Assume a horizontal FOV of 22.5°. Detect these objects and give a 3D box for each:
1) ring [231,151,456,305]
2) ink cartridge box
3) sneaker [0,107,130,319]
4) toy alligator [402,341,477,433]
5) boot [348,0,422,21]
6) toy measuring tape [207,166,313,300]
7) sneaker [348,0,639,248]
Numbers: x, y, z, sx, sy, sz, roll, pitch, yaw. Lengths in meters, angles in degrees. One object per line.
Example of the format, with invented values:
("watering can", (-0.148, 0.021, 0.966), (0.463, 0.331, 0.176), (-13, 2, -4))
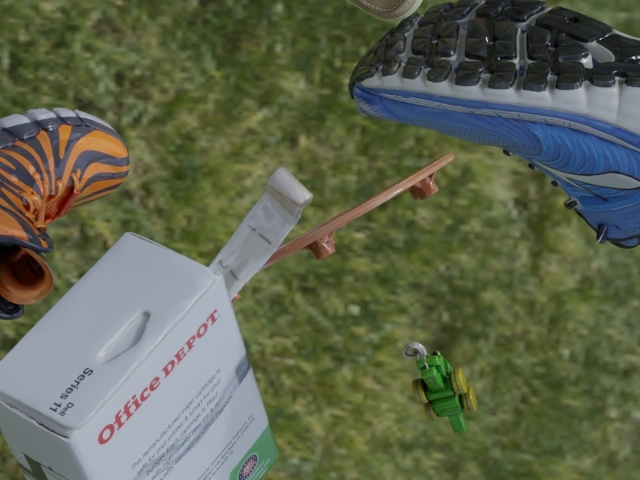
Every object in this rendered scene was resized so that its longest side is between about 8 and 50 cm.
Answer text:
("ring", (0.000, 0.000, 1.706), (0.336, 0.336, 0.032), (-30, 91, -47))
("ink cartridge box", (-0.119, 0.120, 1.062), (0.153, 0.087, 0.208), (-48, 146, -29))
("sneaker", (-0.264, -0.016, 1.412), (0.321, 0.180, 0.124), (-13, 140, -48))
("toy alligator", (0.128, 0.148, 1.771), (0.190, 0.056, 0.051), (58, 22, -47))
("boot", (-0.001, -0.289, 1.446), (0.077, 0.213, 0.165), (-41, 170, 12))
("toy measuring tape", (-0.132, 0.076, 1.299), (0.330, 0.121, 0.121), (-50, 149, 21))
("sneaker", (0.175, -0.063, 1.072), (0.130, 0.330, 0.147), (-59, 158, -50))
